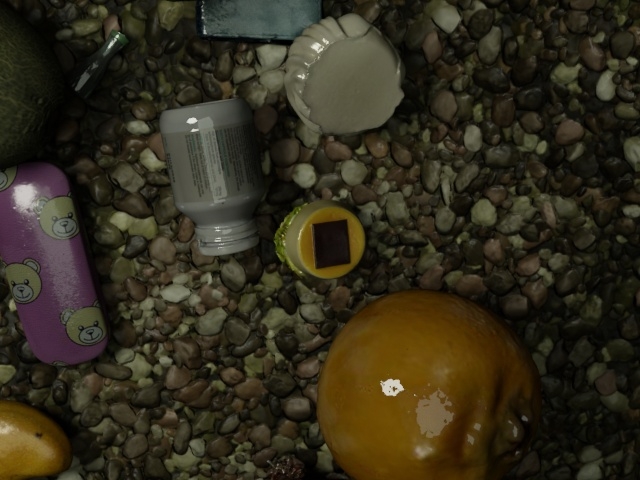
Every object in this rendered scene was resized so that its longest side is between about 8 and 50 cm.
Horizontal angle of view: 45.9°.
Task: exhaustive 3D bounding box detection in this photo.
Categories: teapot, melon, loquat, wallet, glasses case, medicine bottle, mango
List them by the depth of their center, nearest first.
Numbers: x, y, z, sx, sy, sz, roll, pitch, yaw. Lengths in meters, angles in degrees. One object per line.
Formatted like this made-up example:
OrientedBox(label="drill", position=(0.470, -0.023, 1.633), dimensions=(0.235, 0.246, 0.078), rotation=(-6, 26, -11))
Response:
OrientedBox(label="melon", position=(-0.495, -0.219, 0.993), dimensions=(0.302, 0.237, 0.237), rotation=(23, 99, -9))
OrientedBox(label="wallet", position=(-0.086, -0.472, 1.070), dimensions=(0.191, 0.046, 0.378), rotation=(0, 102, -5))
OrientedBox(label="teapot", position=(-0.322, -0.258, 1.099), dimensions=(0.043, 0.043, 0.110), rotation=(41, 92, -12))
OrientedBox(label="medicine bottle", position=(-0.151, -0.092, 1.101), dimensions=(0.135, 0.135, 0.215), rotation=(-10, 103, -3))
OrientedBox(label="loquat", position=(0.155, 0.228, 1.110), dimensions=(0.329, 0.328, 0.328), rotation=(-1, 102, -5))
OrientedBox(label="glasses case", position=(-0.406, 0.038, 1.136), dimensions=(0.123, 0.076, 0.316), rotation=(-12, 103, -2))
OrientedBox(label="mango", position=(-0.519, 0.325, 1.175), dimensions=(0.262, 0.109, 0.157), rotation=(-5, 93, -9))

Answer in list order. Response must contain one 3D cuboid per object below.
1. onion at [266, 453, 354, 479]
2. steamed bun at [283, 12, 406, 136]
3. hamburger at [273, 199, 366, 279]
OrientedBox(label="onion", position=(-0.014, 0.476, 1.193), dimensions=(0.348, 0.285, 0.347), rotation=(-14, 144, -10))
OrientedBox(label="steamed bun", position=(0.030, -0.237, 1.095), dimensions=(0.183, 0.106, 0.182), rotation=(-7, 119, -12))
OrientedBox(label="hamburger", position=(0.000, 0.000, 1.164), dimensions=(0.141, 0.081, 0.126), rotation=(-25, 106, -12))
